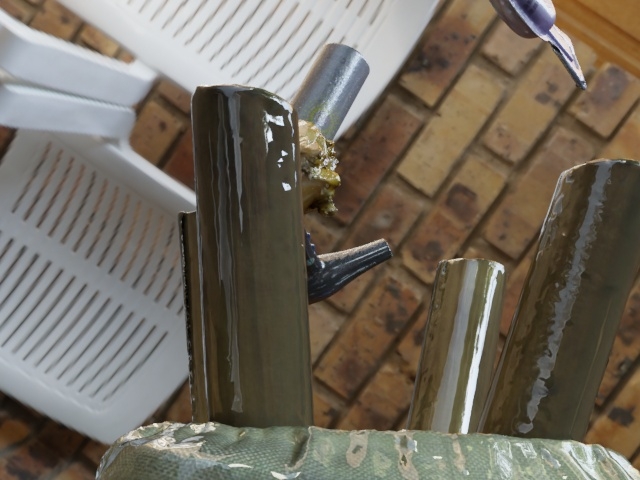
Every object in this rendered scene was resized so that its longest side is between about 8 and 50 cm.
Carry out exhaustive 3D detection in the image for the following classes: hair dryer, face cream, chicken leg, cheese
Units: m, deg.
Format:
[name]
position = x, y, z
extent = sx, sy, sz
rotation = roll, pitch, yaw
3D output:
[hair dryer]
position = 0.000, 0.000, 1.252
extent = 0.195, 0.075, 0.219
rotation = -24, 136, -4
[face cream]
position = -0.027, -0.126, 1.075
extent = 0.283, 0.073, 0.073
rotation = -62, 177, -18
[chicken leg]
position = -0.048, -0.034, 0.782
extent = 0.207, 0.101, 0.085
rotation = -49, 133, -34
[cheese]
position = 0.214, -0.233, 0.849
extent = 0.042, 0.191, 0.105
rotation = -33, -140, 30

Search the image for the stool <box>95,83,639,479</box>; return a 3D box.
[stool]
position = 0.038, 0.078, 0.529
extent = 0.310, 0.310, 0.226
rotation = 127, -28, -72
